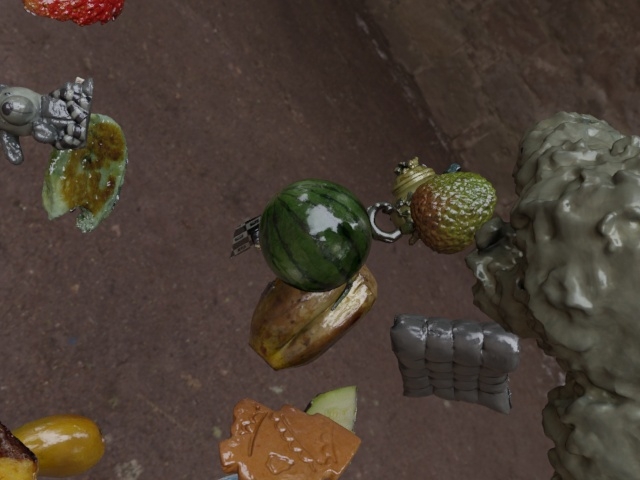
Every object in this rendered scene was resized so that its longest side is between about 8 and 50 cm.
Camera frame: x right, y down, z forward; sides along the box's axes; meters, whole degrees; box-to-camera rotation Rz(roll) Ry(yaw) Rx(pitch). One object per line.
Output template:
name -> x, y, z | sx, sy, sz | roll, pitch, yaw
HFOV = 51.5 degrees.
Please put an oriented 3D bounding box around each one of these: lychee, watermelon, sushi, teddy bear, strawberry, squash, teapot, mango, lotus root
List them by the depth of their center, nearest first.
teddy bear -> 0.294, 0.086, 0.596 | 0.224, 0.357, 0.368 | -19, 117, -47
strawberry -> -0.335, -0.361, 0.892 | 0.146, 0.082, 0.187 | 33, 47, -6
lychee -> 0.178, -0.038, 0.936 | 0.114, 0.146, 0.114 | 46, 23, -27
watermelon -> 0.000, 0.000, 1.095 | 0.215, 0.188, 0.188 | 46, 28, -20
lotus root -> -0.026, 0.137, 1.325 | 0.193, 0.291, 0.193 | 46, 7, -8
teddy bear -> -0.589, -0.244, 1.370 | 0.144, 0.251, 0.171 | -152, -123, -71
sushi -> -0.091, -0.022, 1.434 | 0.210, 0.193, 0.040 | -28, 76, -20
teapot -> 0.219, -0.098, 1.538 | 0.183, 0.269, 0.173 | 63, -9, 8
mango -> -0.654, 0.505, 1.636 | 0.254, 0.175, 0.139 | 16, 25, -46
squash -> 0.022, 0.576, 2.064 | 0.155, 0.204, 0.237 | 12, 61, -1

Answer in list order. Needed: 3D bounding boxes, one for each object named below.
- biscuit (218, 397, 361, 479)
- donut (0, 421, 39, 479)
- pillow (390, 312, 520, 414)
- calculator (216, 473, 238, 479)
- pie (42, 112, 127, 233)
biscuit -> -0.058, 0.430, 1.385 | 0.306, 0.043, 0.284 | -1, 33, -19
donut -> -0.616, 0.425, 1.217 | 0.151, 0.112, 0.295 | 21, 20, -42
pillow -> 0.259, 0.232, 1.268 | 0.326, 0.228, 0.101 | 72, 24, -57
calculator -> -0.155, 0.647, 1.616 | 0.302, 0.188, 0.042 | 2, 15, -14
pie -> -0.571, -0.170, 1.624 | 0.302, 0.067, 0.303 | 10, 90, -71
